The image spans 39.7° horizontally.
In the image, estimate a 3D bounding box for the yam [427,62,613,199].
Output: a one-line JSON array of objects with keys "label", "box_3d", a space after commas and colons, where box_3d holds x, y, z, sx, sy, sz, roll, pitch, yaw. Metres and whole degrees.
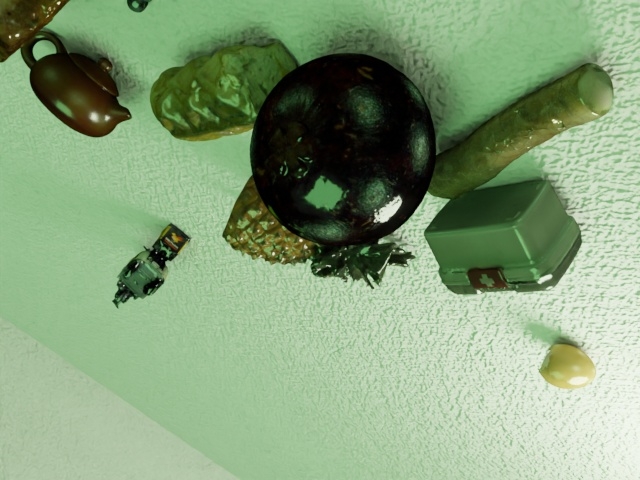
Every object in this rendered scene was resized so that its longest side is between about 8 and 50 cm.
[{"label": "yam", "box_3d": [0.263, -0.140, 1.221, 0.081, 0.081, 0.356, 39, 151, -13]}]

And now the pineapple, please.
[{"label": "pineapple", "box_3d": [0.000, 0.000, 1.596, 0.340, 0.169, 0.169, 23, 150, -1]}]

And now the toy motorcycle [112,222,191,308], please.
[{"label": "toy motorcycle", "box_3d": [-0.402, 0.069, 2.050, 0.091, 0.157, 0.263, 41, 147, -11]}]

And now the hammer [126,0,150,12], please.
[{"label": "hammer", "box_3d": [-0.353, -0.472, 1.320, 0.290, 0.037, 0.137, 41, 149, -16]}]

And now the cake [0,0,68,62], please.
[{"label": "cake", "box_3d": [-0.518, -0.439, 1.344, 0.293, 0.196, 0.198, 46, 166, -18]}]

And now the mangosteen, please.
[{"label": "mangosteen", "box_3d": [0.040, -0.127, 1.273, 0.288, 0.288, 0.288, 23, 149, 15]}]

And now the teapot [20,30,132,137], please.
[{"label": "teapot", "box_3d": [-0.440, -0.290, 1.601, 0.252, 0.135, 0.178, 46, -179, 9]}]

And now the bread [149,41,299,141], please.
[{"label": "bread", "box_3d": [-0.162, -0.230, 1.420, 0.267, 0.130, 0.152, -5, 143, 46]}]

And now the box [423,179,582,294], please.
[{"label": "box", "box_3d": [0.275, -0.003, 1.350, 0.210, 0.148, 0.129, -8, 121, 47]}]

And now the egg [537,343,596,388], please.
[{"label": "egg", "box_3d": [0.445, 0.229, 1.596, 0.096, 0.080, 0.080, 25, 149, 8]}]
